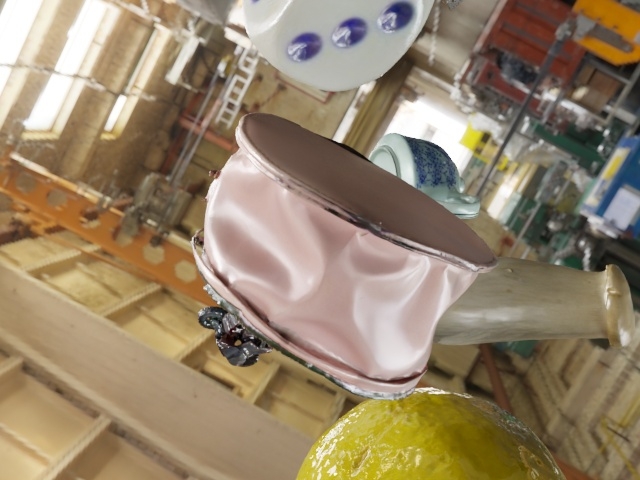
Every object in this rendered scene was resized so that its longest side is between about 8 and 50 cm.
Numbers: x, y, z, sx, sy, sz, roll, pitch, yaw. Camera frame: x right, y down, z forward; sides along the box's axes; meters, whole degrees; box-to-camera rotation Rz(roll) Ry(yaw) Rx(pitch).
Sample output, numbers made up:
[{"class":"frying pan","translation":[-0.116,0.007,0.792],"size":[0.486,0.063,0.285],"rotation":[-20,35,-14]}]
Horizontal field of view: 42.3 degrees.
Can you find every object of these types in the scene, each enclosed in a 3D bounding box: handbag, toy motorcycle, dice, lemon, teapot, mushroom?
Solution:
[{"class":"handbag","translation":[0.012,0.009,0.565],"size":[0.205,0.116,0.179],"rotation":[26,-162,-17]},{"class":"toy motorcycle","translation":[-0.169,0.199,1.763],"size":[0.082,0.122,0.213],"rotation":[-107,-10,-45]},{"class":"dice","translation":[0.034,-0.491,1.581],"size":[0.277,0.304,0.304],"rotation":[16,-135,-32]},{"class":"lemon","translation":[0.128,0.332,0.930],"size":[0.348,0.348,0.348],"rotation":[28,-170,-5]},{"class":"teapot","translation":[0.156,-0.083,1.256],"size":[0.159,0.159,0.232],"rotation":[23,-169,-28]},{"class":"mushroom","translation":[0.190,0.061,0.842],"size":[0.247,0.096,0.108],"rotation":[1,168,10]}]

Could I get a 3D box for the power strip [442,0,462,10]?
[{"class":"power strip","translation":[0.261,-0.503,1.676],"size":[0.029,0.038,0.111],"rotation":[55,-167,15]}]
